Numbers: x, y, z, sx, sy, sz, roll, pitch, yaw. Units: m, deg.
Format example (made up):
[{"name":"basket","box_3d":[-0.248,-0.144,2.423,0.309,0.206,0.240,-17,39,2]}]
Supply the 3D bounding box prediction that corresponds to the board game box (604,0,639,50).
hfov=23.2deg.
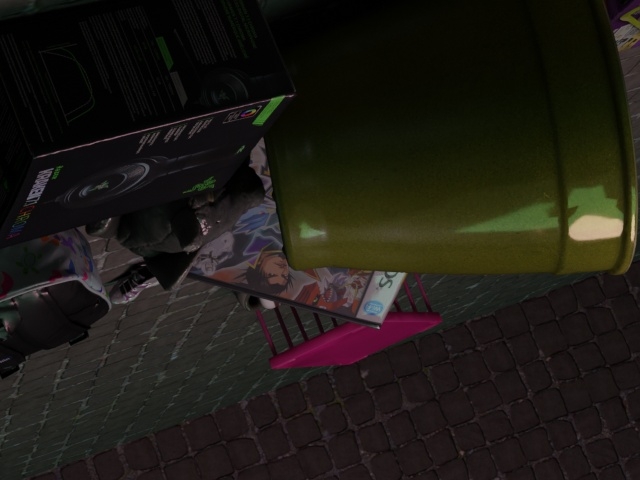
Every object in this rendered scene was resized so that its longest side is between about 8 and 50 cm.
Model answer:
[{"name":"board game box","box_3d":[0.461,-0.333,1.928,0.208,0.056,0.347,-11,164,-27]}]

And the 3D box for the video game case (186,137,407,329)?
[{"name":"video game case","box_3d":[-0.011,-0.020,1.894,0.275,0.035,0.248,15,128,-12]}]

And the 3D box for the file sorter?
[{"name":"file sorter","box_3d":[0.036,0.096,2.656,0.202,0.182,0.291,-27,166,23]}]

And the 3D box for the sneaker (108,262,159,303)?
[{"name":"sneaker","box_3d":[-0.276,0.057,2.299,0.098,0.038,0.069,-32,166,-1]}]

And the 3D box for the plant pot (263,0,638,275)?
[{"name":"plant pot","box_3d":[0.115,-0.112,1.654,0.353,0.366,0.366,-10,167,-2]}]

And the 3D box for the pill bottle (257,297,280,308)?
[{"name":"pill bottle","box_3d":[0.000,0.000,2.075,0.215,0.117,0.117,-23,168,-5]}]

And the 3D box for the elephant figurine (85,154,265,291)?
[{"name":"elephant figurine","box_3d":[-0.184,-0.027,1.788,0.186,0.169,0.239,-17,163,-47]}]

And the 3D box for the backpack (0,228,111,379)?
[{"name":"backpack","box_3d":[-0.363,0.043,1.721,0.225,0.191,0.253,-24,174,0]}]

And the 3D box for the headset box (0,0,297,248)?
[{"name":"headset box","box_3d":[-0.188,-0.120,1.489,0.283,0.131,0.246,-17,167,-27]}]

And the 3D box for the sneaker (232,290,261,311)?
[{"name":"sneaker","box_3d":[-0.047,0.020,2.374,0.100,0.108,0.271,-8,159,-44]}]
